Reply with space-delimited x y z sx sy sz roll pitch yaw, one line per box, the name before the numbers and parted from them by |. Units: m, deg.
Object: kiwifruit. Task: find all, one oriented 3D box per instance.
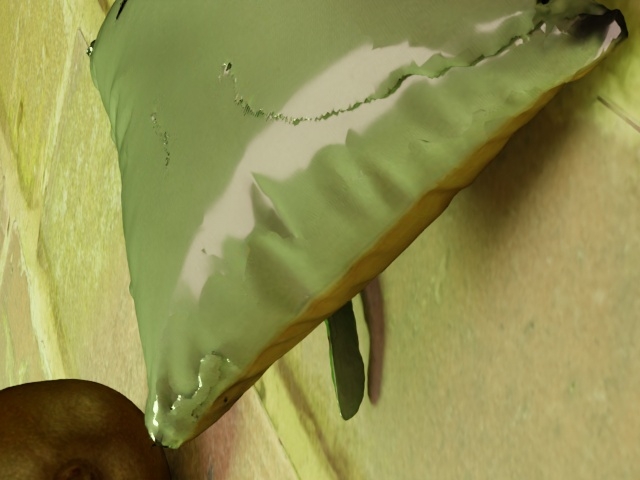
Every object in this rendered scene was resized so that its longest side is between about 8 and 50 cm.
kiwifruit | -0.210 0.200 1.077 0.234 0.196 0.196 143 130 -67

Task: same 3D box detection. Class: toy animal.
toy animal | 0.006 -0.011 0.797 0.075 0.041 0.217 -56 39 45

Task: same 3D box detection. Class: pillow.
pillow | -0.012 -0.094 0.708 0.312 0.119 0.310 -46 38 30
